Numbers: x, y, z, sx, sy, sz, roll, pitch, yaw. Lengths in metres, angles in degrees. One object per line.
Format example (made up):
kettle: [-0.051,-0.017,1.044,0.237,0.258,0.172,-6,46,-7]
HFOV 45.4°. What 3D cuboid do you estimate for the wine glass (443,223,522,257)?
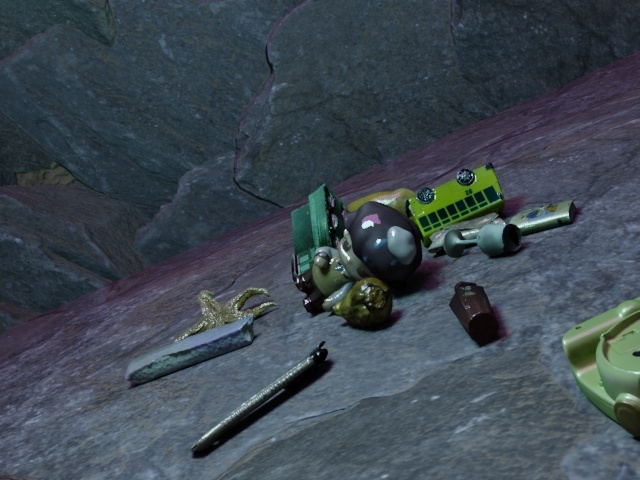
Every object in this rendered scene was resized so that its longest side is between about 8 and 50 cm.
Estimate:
wine glass: [0.392,0.000,1.858,0.079,0.079,0.195,-32,14,-32]

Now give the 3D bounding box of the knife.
knife: [-0.114,0.326,1.573,0.365,0.043,0.089,-34,-18,-27]

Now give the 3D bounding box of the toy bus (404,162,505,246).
toy bus: [0.377,-0.096,2.113,0.262,0.150,0.128,-24,-17,1]

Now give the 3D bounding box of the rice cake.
rice cake: [-0.348,0.299,2.055,0.399,0.064,0.070,-22,22,13]

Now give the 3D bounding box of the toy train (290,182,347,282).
toy train: [0.000,0.000,2.188,0.178,0.138,0.330,-26,46,21]

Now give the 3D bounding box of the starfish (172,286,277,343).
starfish: [-0.291,0.233,2.232,0.299,0.060,0.302,9,41,38]

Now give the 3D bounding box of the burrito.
burrito: [0.382,-0.018,1.990,0.226,0.060,0.087,-18,24,23]

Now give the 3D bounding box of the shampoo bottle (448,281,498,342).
shampoo bottle: [0.302,0.130,1.517,0.068,0.067,0.236,15,14,-4]

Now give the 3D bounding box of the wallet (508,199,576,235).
wallet: [0.549,-0.058,1.894,0.155,0.039,0.110,-16,17,32]

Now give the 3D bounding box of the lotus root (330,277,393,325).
lotus root: [0.094,0.147,1.767,0.094,0.108,0.190,-1,-13,-27]

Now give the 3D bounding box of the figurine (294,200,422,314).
figurine: [0.080,0.044,1.916,0.365,0.218,0.206,-28,-33,18]

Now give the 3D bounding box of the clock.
clock: [0.477,0.161,1.003,0.235,0.096,0.308,-24,14,2]

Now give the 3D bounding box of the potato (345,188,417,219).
potato: [0.172,-0.061,2.307,0.300,0.173,0.140,-17,35,31]
